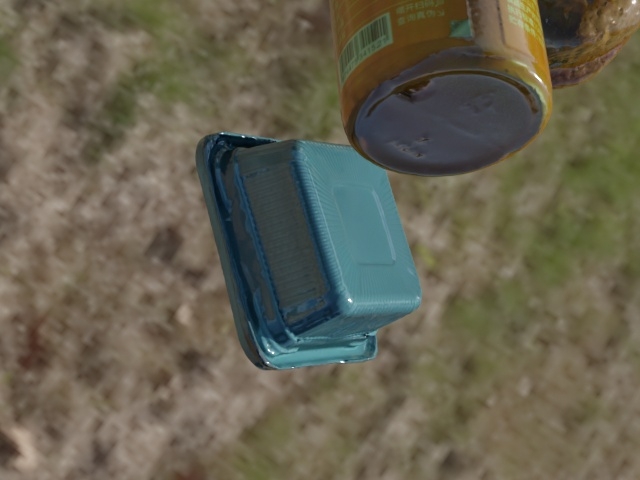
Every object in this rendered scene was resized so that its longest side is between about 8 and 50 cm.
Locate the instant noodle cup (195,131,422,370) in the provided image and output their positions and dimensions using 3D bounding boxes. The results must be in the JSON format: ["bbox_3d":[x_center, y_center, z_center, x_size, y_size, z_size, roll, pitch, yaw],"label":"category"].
[{"bbox_3d":[0.000,0.000,1.191,0.070,0.157,0.179,-20,171,25],"label":"instant noodle cup"}]

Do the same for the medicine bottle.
[{"bbox_3d":[0.049,-0.132,0.858,0.096,0.192,0.096,-5,149,-3],"label":"medicine bottle"}]

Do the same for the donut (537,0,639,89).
[{"bbox_3d":[0.149,-0.223,1.303,0.226,0.226,0.114,-45,-178,-22],"label":"donut"}]
